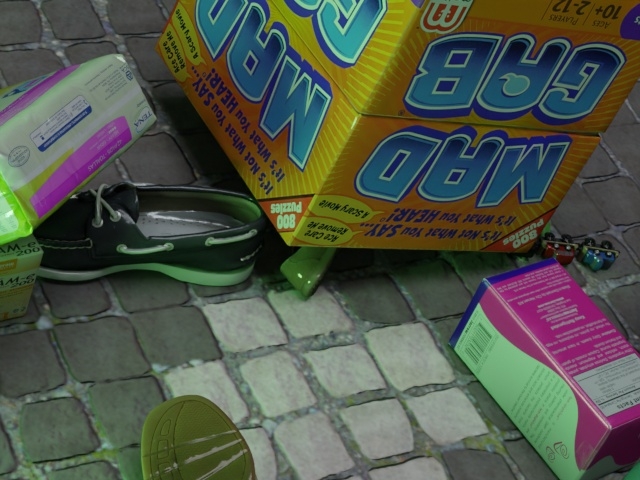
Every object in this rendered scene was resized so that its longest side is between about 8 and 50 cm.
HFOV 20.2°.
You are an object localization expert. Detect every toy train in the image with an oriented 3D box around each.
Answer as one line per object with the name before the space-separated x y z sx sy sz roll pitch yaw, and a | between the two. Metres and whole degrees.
toy train | 0.285 0.011 2.136 0.158 0.027 0.036 8 48 -16

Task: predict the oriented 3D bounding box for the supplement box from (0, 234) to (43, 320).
supplement box | -0.319 0.038 1.789 0.062 0.098 0.036 -14 54 -33

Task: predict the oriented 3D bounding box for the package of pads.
package of pads | -0.339 -0.068 1.770 0.229 0.296 0.101 -47 116 -46

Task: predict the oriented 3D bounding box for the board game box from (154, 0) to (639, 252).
board game box | 0.097 -0.236 1.996 0.356 0.356 0.356 1 40 -38

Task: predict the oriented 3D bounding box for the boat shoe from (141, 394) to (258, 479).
boat shoe | -0.092 0.272 1.661 0.105 0.089 0.285 -18 55 -9

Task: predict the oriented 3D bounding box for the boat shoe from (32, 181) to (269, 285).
boat shoe | -0.204 -0.021 1.905 0.303 0.091 0.114 1 46 -23

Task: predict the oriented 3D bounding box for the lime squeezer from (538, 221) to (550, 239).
lime squeezer | 0.225 -0.147 2.206 0.059 0.110 0.310 9 42 -41

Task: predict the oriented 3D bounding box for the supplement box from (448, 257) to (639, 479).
supplement box | 0.258 0.141 1.929 0.114 0.111 0.220 -15 55 -35

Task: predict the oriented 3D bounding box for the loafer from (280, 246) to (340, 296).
loafer | 0.000 0.000 2.000 0.050 0.056 0.148 31 42 -1

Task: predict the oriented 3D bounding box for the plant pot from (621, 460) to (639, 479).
plant pot | 0.394 0.306 1.706 0.293 0.293 0.235 29 26 6
